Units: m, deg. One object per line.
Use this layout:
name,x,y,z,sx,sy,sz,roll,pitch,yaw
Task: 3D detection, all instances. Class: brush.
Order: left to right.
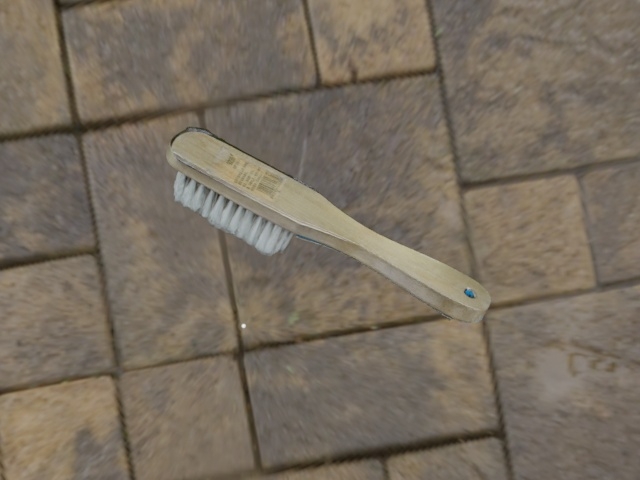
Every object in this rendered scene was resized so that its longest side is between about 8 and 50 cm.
brush,0.000,0.000,1.360,0.327,0.070,0.065,27,121,6
